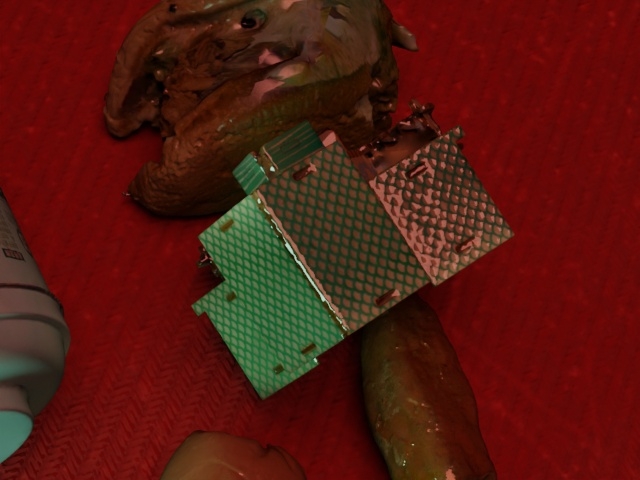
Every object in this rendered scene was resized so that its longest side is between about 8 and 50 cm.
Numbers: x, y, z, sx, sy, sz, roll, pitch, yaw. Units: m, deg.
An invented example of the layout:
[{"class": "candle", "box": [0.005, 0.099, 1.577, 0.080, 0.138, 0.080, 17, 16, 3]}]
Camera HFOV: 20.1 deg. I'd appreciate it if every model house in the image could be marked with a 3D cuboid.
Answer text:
[{"class": "model house", "box": [0.000, 0.000, 1.425, 0.271, 0.206, 0.178, -31, 90, 15]}]

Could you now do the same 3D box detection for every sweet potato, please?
[{"class": "sweet potato", "box": [0.086, 0.136, 1.506, 0.097, 0.097, 0.251, -6, 59, -11]}]

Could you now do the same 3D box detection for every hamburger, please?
[{"class": "hamburger", "box": [-0.046, -0.148, 1.569, 0.288, 0.192, 0.167, -15, 59, -15]}]

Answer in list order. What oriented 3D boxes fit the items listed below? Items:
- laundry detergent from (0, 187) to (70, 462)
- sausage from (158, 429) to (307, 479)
[{"class": "laundry detergent", "box": [-0.358, 0.041, 1.372, 0.287, 0.287, 0.305, -22, 71, -17]}, {"class": "sausage", "box": [-0.107, 0.285, 1.394, 0.121, 0.121, 0.304, 24, 63, 2]}]
